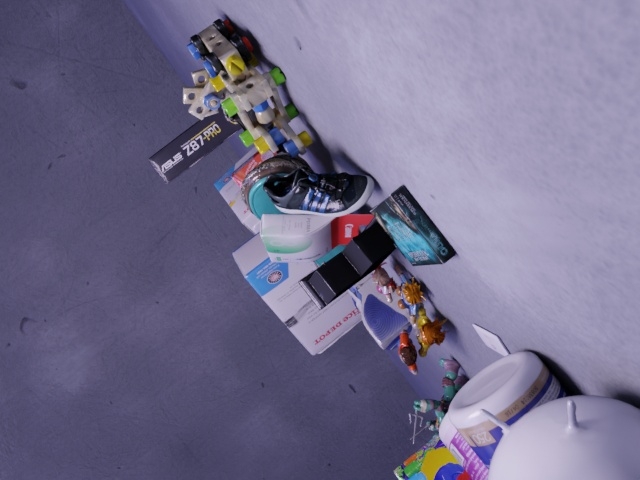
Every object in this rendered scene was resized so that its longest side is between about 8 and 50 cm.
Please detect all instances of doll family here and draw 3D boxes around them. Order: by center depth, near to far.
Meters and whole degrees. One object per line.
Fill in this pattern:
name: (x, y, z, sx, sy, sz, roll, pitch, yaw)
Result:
doll family: (0.192, 0.144, 1.098, 0.163, 0.118, 0.263, 47, -157, -82)

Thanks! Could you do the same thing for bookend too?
bookend: (0.054, 0.040, 0.976, 0.072, 0.157, 0.156, 51, 155, 10)

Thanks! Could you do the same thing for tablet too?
tablet: (0.288, 0.170, 0.870, 0.054, 0.006, 0.083, 53, 175, -11)

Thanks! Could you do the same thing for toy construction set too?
toy construction set: (-0.160, -0.292, 1.007, 0.328, 0.151, 0.215, 33, 163, 41)

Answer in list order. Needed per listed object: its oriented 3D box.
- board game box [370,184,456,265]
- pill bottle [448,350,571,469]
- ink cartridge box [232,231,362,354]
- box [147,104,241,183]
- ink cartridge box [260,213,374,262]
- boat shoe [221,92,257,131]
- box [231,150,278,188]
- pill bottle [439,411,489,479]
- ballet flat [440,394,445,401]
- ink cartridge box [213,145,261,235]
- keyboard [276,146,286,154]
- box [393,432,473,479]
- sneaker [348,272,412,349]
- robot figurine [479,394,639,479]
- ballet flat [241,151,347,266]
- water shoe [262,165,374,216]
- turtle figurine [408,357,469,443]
board game box: (0.138, -0.016, 0.821, 0.126, 0.026, 0.186, 52, 175, 1)
pill bottle: (0.313, 0.298, 0.707, 0.264, 0.153, 0.153, 51, 174, 8)
ink cartridge box: (-0.032, 0.117, 1.583, 0.395, 0.285, 0.166, 56, 175, -34)
box: (-0.363, -0.310, 1.587, 0.097, 0.318, 0.395, 55, 175, -16)
ink cartridge box: (0.000, 0.000, 1.059, 0.181, 0.225, 0.056, 84, -171, -71)
boat shoe: (-0.214, -0.348, 1.337, 0.219, 0.070, 0.077, 48, 157, 19)
box: (-0.154, -0.169, 1.393, 0.122, 0.128, 0.257, 50, 178, -13)
pill bottle: (0.357, 0.394, 0.874, 0.301, 0.169, 0.169, 47, 172, 40)
ballet flat: (0.453, 0.550, 1.681, 0.057, 0.049, 0.173, 54, 174, -23)
ink cartridge box: (-0.175, -0.133, 1.686, 0.197, 0.198, 0.270, 48, 180, -44)
keyboard: (-0.095, -0.219, 1.457, 0.317, 0.033, 0.201, 47, 177, 41)
box: (0.354, 0.506, 1.034, 0.290, 0.279, 0.177, 48, 173, 35)
sneaker: (0.156, 0.163, 1.411, 0.315, 0.127, 0.182, 57, -178, 41)
robot figurine: (0.311, 0.307, 0.525, 0.353, 0.200, 0.300, 53, 135, 1)
ballet flat: (-0.048, -0.088, 1.170, 0.483, 0.164, 0.182, 46, -154, -58)
water shoe: (-0.010, -0.085, 0.878, 0.203, 0.073, 0.080, -5, 151, 33)
turtle figurine: (0.295, 0.416, 1.260, 0.118, 0.234, 0.175, 12, 141, 25)
